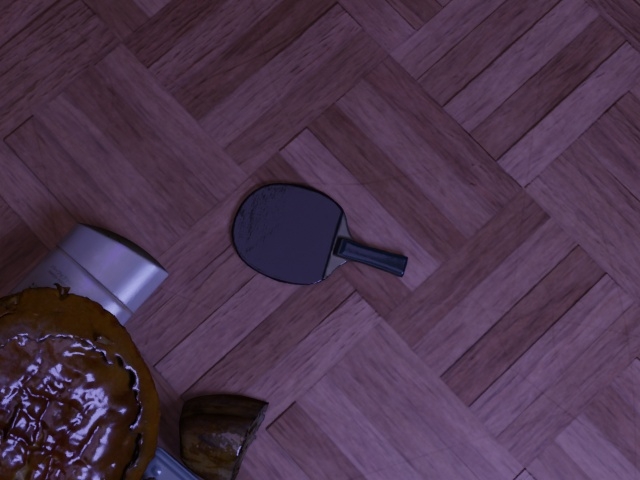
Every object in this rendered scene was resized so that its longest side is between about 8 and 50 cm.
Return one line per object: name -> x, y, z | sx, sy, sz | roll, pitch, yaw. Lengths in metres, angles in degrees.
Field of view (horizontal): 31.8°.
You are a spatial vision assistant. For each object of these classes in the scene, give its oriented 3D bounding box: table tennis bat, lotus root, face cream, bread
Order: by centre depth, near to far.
bread -> -0.420, 0.253, 1.658 | 0.336, 0.204, 0.358 | -25, 101, -20
lotus root -> -0.161, 0.304, 1.766 | 0.135, 0.095, 0.159 | 10, 60, 2
face cream -> -0.423, 0.125, 1.808 | 0.173, 0.081, 0.348 | 41, 79, 1
table tennis bat -> 0.000, 0.000, 1.884 | 0.301, 0.022, 0.173 | 16, 76, 3

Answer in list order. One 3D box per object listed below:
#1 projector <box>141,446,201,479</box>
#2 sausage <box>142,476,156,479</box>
projector -> -0.269, 0.469, 1.725 | 0.192, 0.099, 0.257 | 39, 78, 8
sausage -> -0.248, 0.413, 1.678 | 0.026, 0.026, 0.116 | -10, 76, -4
